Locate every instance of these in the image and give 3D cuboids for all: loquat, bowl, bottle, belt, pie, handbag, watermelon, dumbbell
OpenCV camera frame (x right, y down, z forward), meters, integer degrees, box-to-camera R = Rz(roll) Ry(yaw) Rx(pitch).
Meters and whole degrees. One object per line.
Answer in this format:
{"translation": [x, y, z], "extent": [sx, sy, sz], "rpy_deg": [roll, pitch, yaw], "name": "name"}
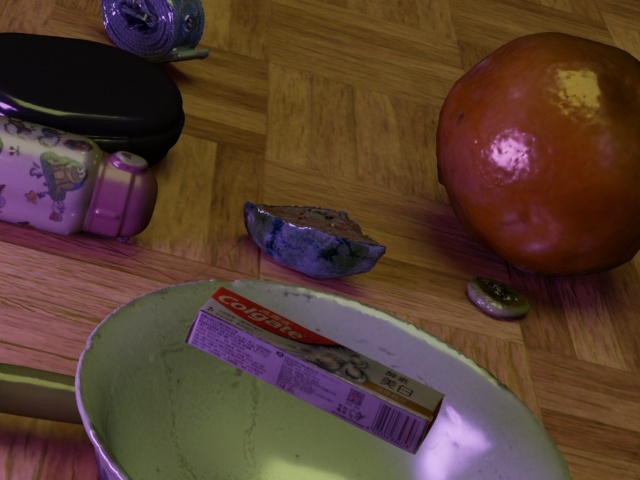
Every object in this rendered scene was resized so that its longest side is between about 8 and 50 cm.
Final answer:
{"translation": [0.309, -0.110, 2.168], "extent": [0.328, 0.328, 0.328], "rpy_deg": [15, 27, -8], "name": "loquat"}
{"translation": [-0.019, 0.232, 1.434], "extent": [0.434, 0.196, 0.435], "rpy_deg": [16, 28, -9], "name": "bowl"}
{"translation": [-0.311, -0.071, 1.902], "extent": [0.253, 0.120, 0.120], "rpy_deg": [13, 27, -11], "name": "bottle"}
{"translation": [-0.244, -0.328, 2.408], "extent": [0.163, 0.148, 0.082], "rpy_deg": [4, 15, 43], "name": "belt"}
{"translation": [0.222, 0.070, 2.090], "extent": [0.084, 0.021, 0.084], "rpy_deg": [15, 28, -8], "name": "pie"}
{"translation": [-0.321, -0.170, 2.113], "extent": [0.308, 0.093, 0.254], "rpy_deg": [3, 32, -29], "name": "handbag"}
{"translation": [0.000, 0.000, 2.036], "extent": [0.187, 0.071, 0.139], "rpy_deg": [19, 19, 18], "name": "watermelon"}
{"translation": [-0.275, 0.139, 1.544], "extent": [0.302, 0.121, 0.108], "rpy_deg": [11, -1, -15], "name": "dumbbell"}

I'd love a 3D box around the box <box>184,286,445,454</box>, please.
{"translation": [-0.004, 0.108, 1.413], "extent": [0.218, 0.039, 0.055], "rpy_deg": [26, 29, 10], "name": "box"}
